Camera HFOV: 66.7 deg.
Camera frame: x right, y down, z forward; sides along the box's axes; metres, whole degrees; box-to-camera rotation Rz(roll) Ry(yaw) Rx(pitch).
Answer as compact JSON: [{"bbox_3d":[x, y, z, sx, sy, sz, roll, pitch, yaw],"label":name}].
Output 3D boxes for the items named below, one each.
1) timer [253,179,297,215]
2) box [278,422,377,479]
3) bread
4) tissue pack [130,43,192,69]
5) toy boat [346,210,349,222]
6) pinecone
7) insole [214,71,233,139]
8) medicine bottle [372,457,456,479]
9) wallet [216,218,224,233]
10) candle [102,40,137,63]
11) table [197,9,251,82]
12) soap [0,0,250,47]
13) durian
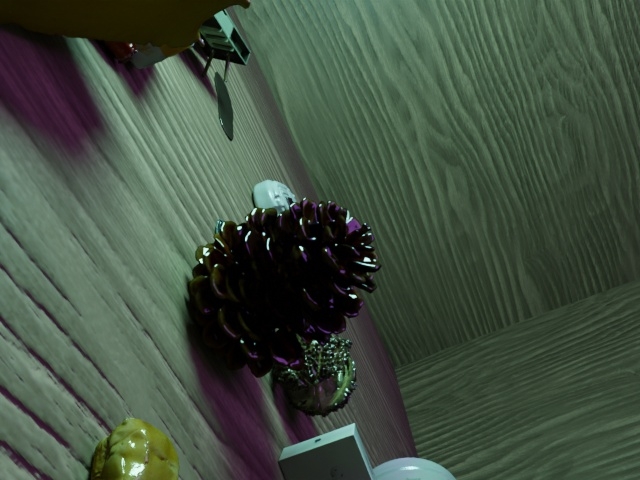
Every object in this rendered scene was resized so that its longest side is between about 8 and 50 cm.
[{"bbox_3d":[-0.097,-0.042,1.374,0.237,0.086,0.262,1,68,-82],"label":"timer"},{"bbox_3d":[0.019,0.383,0.783,0.051,0.129,0.130,-22,90,-83],"label":"box"},{"bbox_3d":[-0.147,0.210,0.374,0.132,0.053,0.074,-99,165,-53],"label":"bread"},{"bbox_3d":[-0.306,-0.424,0.801,0.185,0.124,0.225,-99,164,-55],"label":"tissue pack"},{"bbox_3d":[0.004,0.006,1.544,0.141,0.140,0.270,-105,-155,-44],"label":"toy boat"},{"bbox_3d":[-0.046,0.058,0.703,0.246,0.292,0.247,37,36,-33],"label":"pinecone"},{"bbox_3d":[-0.277,-0.391,1.410,0.328,0.007,0.111,-105,169,-45],"label":"insole"},{"bbox_3d":[0.188,0.607,0.923,0.302,0.241,0.241,-93,160,-69],"label":"medicine bottle"},{"bbox_3d":[-0.160,0.026,0.934,0.088,0.026,0.129,-104,170,-47],"label":"wallet"},{"bbox_3d":[-0.326,-0.336,0.704,0.053,0.048,0.162,36,-14,39],"label":"candle"},{"bbox_3d":[-0.280,-0.491,1.191,0.240,0.121,0.111,43,64,-73],"label":"table"},{"bbox_3d":[-0.268,-0.406,0.543,0.293,0.156,0.335,-25,93,-49],"label":"soap"},{"bbox_3d":[-0.020,0.238,0.942,0.196,0.166,0.196,166,-90,-72],"label":"durian"}]
